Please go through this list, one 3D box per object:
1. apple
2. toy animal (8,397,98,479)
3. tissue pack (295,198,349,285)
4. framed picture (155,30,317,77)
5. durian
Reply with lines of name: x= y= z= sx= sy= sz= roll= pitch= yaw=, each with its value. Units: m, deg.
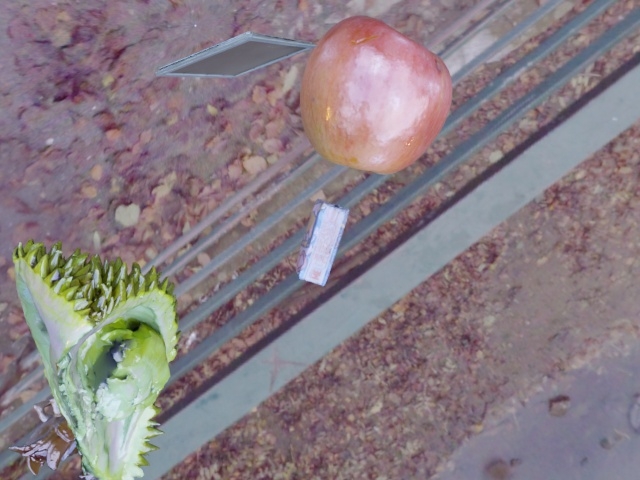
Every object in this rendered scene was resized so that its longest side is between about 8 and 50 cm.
apple: x=0.118 y=-0.324 z=1.479 sx=0.363 sy=0.364 sz=0.364 roll=-3 pitch=109 yaw=-10
toy animal: x=-0.475 y=0.376 z=1.145 sx=0.089 sy=0.188 sz=0.179 roll=-23 pitch=88 yaw=24
tissue pack: x=0.000 y=0.000 z=1.232 sx=0.065 sy=0.115 sz=0.155 roll=19 pitch=95 yaw=-7
framed picture: x=-0.101 y=-0.233 z=0.800 sx=0.141 sy=0.183 sz=0.011 roll=-12 pitch=97 yaw=26
durian: x=-0.225 y=0.124 z=0.604 sx=0.157 sy=0.170 sz=0.356 roll=7 pitch=136 yaw=-3
